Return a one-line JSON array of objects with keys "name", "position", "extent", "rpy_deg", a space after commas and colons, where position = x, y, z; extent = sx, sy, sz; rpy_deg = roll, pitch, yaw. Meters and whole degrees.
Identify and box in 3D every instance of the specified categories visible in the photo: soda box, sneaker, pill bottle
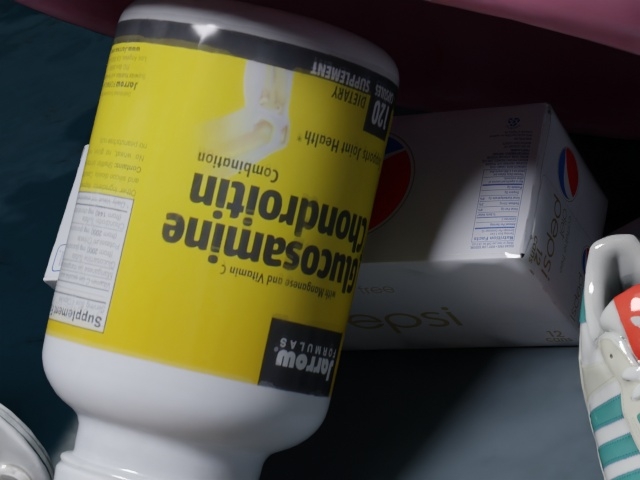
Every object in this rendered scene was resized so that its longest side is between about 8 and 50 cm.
[{"name": "soda box", "position": [0.000, 0.000, 0.724], "extent": [0.216, 0.074, 0.069], "rpy_deg": [-3, 59, 29]}, {"name": "sneaker", "position": [0.111, 0.056, 0.571], "extent": [0.057, 0.075, 0.161], "rpy_deg": [-18, 28, 5]}, {"name": "pill bottle", "position": [-0.039, 0.013, 0.631], "extent": [0.103, 0.184, 0.103], "rpy_deg": [12, -3, 1]}]

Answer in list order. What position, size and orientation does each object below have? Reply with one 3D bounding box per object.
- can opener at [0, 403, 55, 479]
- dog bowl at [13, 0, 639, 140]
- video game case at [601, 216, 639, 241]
[{"name": "can opener", "position": [-0.229, 0.116, 0.688], "extent": [0.280, 0.074, 0.093], "rpy_deg": [-10, 31, 19]}, {"name": "dog bowl", "position": [0.036, -0.141, 0.699], "extent": [0.408, 0.150, 0.408], "rpy_deg": [12, -2, 0]}, {"name": "video game case", "position": [0.226, -0.007, 0.663], "extent": [0.190, 0.022, 0.173], "rpy_deg": [-27, 29, -13]}]
